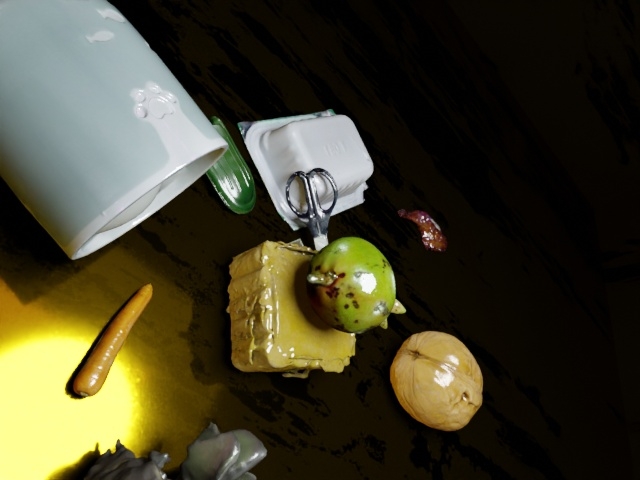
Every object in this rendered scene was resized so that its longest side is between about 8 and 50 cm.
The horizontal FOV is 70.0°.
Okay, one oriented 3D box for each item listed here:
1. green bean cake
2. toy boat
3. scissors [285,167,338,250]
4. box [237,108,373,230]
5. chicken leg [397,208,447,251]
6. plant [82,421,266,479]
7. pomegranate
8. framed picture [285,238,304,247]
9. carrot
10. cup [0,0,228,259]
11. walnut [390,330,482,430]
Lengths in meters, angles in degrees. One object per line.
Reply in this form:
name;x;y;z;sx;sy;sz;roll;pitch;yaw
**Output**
green bean cake;-0.054;0.128;0.823;0.229;0.131;0.224;16;62;-43
toy boat;-0.189;-0.148;0.885;0.104;0.052;0.210;-36;98;-50
scissors;0.000;0.000;0.959;0.022;0.109;0.300;-64;144;-77
box;0.005;-0.194;1.062;0.336;0.106;0.264;-26;90;-49
chicken leg;0.304;-0.037;1.330;0.205;0.053;0.093;44;59;-15
plant;-0.193;0.333;0.532;0.276;0.198;0.189;-32;98;-42
pomegranate;0.055;0.090;0.770;0.220;0.156;0.156;68;25;-54
framed picture;-0.046;0.045;0.963;0.066;0.006;0.089;-24;89;-49
carrot;-0.289;0.132;0.654;0.037;0.037;0.190;40;45;-24
cup;-0.307;-0.174;0.661;0.275;0.259;0.357;53;12;-11
walnut;0.262;0.309;1.011;0.222;0.195;0.195;47;44;-20
